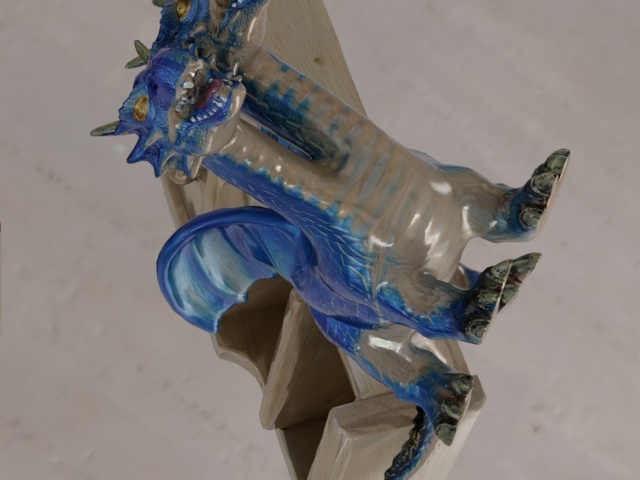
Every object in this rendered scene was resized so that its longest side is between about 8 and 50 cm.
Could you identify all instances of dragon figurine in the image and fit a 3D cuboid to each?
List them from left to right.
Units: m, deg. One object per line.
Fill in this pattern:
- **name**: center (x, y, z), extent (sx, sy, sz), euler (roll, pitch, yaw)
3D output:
- **dragon figurine**: center (0.000, 0.000, 0.634), extent (0.144, 0.289, 0.085), euler (25, 69, 10)

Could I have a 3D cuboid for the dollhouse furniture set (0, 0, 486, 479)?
- **dollhouse furniture set**: center (-0.163, 0.047, 0.827), extent (0.394, 0.362, 0.256), euler (-11, 60, -17)
